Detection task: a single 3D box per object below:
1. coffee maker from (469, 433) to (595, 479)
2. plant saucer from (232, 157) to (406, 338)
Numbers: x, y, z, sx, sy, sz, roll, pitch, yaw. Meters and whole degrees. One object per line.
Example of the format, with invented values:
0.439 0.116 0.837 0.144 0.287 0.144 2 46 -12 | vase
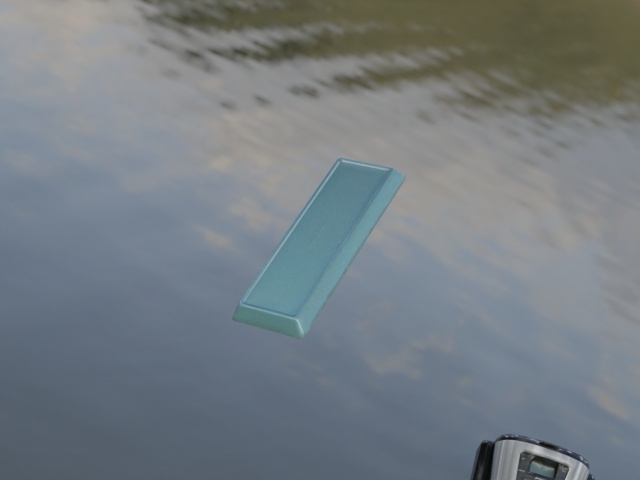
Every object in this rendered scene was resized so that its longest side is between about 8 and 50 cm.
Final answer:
0.156 0.271 1.390 0.120 0.178 0.171 28 -25 -17 | coffee maker
0.000 0.000 1.309 0.067 0.018 0.192 13 49 27 | plant saucer
